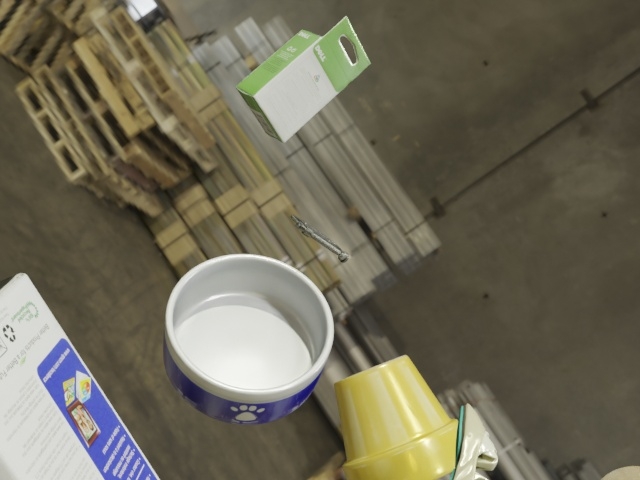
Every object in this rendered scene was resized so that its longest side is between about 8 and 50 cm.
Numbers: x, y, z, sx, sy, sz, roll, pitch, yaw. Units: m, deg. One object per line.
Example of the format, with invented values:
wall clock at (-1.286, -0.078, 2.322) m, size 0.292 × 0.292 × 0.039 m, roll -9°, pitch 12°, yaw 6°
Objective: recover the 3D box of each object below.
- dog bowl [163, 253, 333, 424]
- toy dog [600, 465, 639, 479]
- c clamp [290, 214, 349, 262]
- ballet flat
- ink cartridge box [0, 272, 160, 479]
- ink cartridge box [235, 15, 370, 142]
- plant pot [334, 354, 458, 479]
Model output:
dog bowl at (-0.117, 0.154, 1.407) m, size 0.265 × 0.264 × 0.104 m, roll 57°, pitch -31°, yaw 30°
toy dog at (0.410, 0.424, 1.079) m, size 0.220 × 0.161 × 0.334 m, roll 50°, pitch 43°, yaw -22°
c clamp at (0.000, 0.000, 1.690) m, size 0.160 × 0.022 × 0.137 m, roll 33°, pitch 5°, yaw -39°
ballet flat at (0.248, 0.376, 1.437) m, size 0.086 × 0.086 × 0.248 m, roll 53°, pitch 38°, yaw -28°
ink cartridge box at (-0.208, 0.220, 0.759) m, size 0.371 × 0.069 × 0.176 m, roll 59°, pitch 13°, yaw -13°
ink cartridge box at (-0.026, -0.274, 1.469) m, size 0.062 × 0.209 × 0.109 m, roll 36°, pitch -15°, yaw 48°
plant pot at (0.144, 0.369, 1.779) m, size 0.254 × 0.254 × 0.239 m, roll 38°, pitch 30°, yaw -78°
